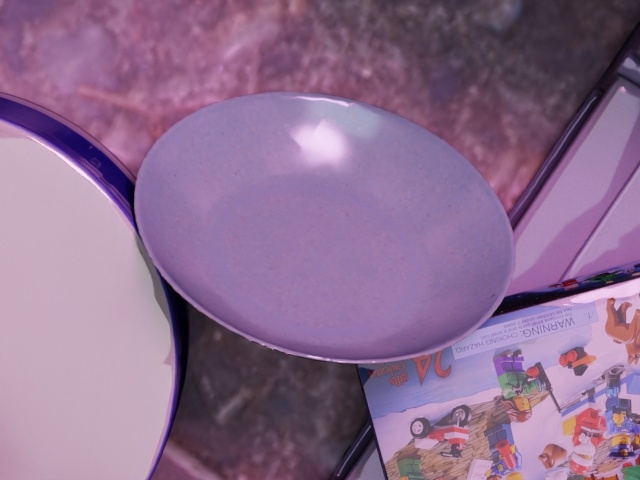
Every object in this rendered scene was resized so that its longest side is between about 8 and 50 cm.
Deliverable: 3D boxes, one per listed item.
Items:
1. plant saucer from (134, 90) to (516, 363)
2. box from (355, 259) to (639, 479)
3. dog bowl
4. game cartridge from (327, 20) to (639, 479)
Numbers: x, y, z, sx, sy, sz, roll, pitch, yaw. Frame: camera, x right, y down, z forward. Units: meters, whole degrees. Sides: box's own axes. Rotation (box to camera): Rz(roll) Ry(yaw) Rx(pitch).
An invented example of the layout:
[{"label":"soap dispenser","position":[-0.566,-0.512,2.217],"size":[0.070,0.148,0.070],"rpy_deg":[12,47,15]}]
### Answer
[{"label":"plant saucer","position":[0.000,0.000,0.877],"size":[0.195,0.195,0.037],"rpy_deg":[12,133,-4]},{"label":"box","position":[0.147,0.098,0.889],"size":[0.233,0.044,0.159],"rpy_deg":[-16,98,0]},{"label":"dog bowl","position":[-0.201,0.054,0.895],"size":[0.265,0.104,0.265],"rpy_deg":[0,98,-2]},{"label":"game cartridge","position":[0.171,0.086,0.939],"size":[0.230,0.068,0.355],"rpy_deg":[33,95,-10]}]
